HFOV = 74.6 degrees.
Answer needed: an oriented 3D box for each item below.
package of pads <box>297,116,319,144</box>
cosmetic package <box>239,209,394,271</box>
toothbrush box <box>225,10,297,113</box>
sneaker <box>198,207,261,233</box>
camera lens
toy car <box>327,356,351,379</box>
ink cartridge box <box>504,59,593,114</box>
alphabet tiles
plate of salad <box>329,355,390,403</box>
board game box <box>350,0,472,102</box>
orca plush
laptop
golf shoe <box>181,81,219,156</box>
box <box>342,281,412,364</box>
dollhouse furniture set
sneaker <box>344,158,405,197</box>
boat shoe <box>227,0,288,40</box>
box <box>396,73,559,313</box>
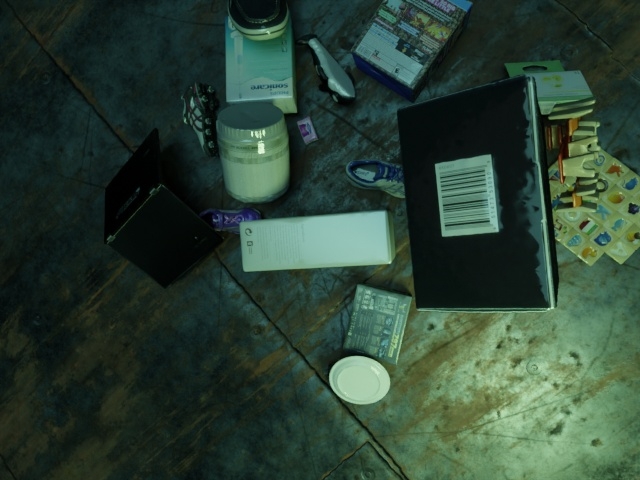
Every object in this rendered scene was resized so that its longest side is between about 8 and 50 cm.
[{"bbox_3d":[-0.043,-0.374,1.437,0.050,0.032,0.083,-22,87,11],"label":"package of pads"},{"bbox_3d":[0.000,0.000,1.340,0.455,0.230,0.161,-4,91,14],"label":"cosmetic package"},{"bbox_3d":[-0.192,-0.576,1.386,0.217,0.126,0.294,-3,83,3],"label":"toothbrush box"},{"bbox_3d":[-0.327,-0.070,1.474,0.237,0.104,0.095,1,90,12],"label":"sneaker"},{"bbox_3d":[-0.208,-0.270,1.339,0.220,0.219,0.274,12,132,12],"label":"camera lens"},{"bbox_3d":[0.080,0.436,1.428,0.122,0.040,0.060,-21,66,15],"label":"toy car"},{"bbox_3d":[0.642,-0.456,1.196,0.171,0.056,0.234,-2,60,2],"label":"ink cartridge box"},{"bbox_3d":[0.820,-0.103,1.261,0.343,0.011,0.285,41,99,9],"label":"alphabet tiles"},{"bbox_3d":[0.129,0.458,1.391,0.200,0.048,0.199,4,113,9],"label":"plate of salad"},{"bbox_3d":[0.277,-0.627,1.301,0.232,0.141,0.290,37,99,9],"label":"board game box"},{"bbox_3d":[0.006,-0.544,1.389,0.287,0.151,0.102,50,132,4],"label":"orca plush"},{"bbox_3d":[-0.579,-0.103,1.518,0.382,0.237,0.407,-35,55,29],"label":"laptop"},{"bbox_3d":[-0.420,-0.420,1.500,0.120,0.105,0.272,-15,82,29],"label":"golf shoe"},{"bbox_3d":[0.189,0.271,1.390,0.184,0.059,0.232,12,94,12],"label":"box"},{"bbox_3d":[0.650,-0.236,1.106,0.135,0.259,0.261,1,120,37],"label":"dollhouse furniture set"},{"bbox_3d":[0.221,-0.198,1.333,0.297,0.131,0.111,5,91,11],"label":"sneaker"},{"bbox_3d":[-0.209,-0.816,1.304,0.187,0.156,0.499,-9,64,-1],"label":"boat shoe"},{"bbox_3d":[0.430,-0.092,1.083,0.298,0.472,0.478,-6,89,32],"label":"box"}]
